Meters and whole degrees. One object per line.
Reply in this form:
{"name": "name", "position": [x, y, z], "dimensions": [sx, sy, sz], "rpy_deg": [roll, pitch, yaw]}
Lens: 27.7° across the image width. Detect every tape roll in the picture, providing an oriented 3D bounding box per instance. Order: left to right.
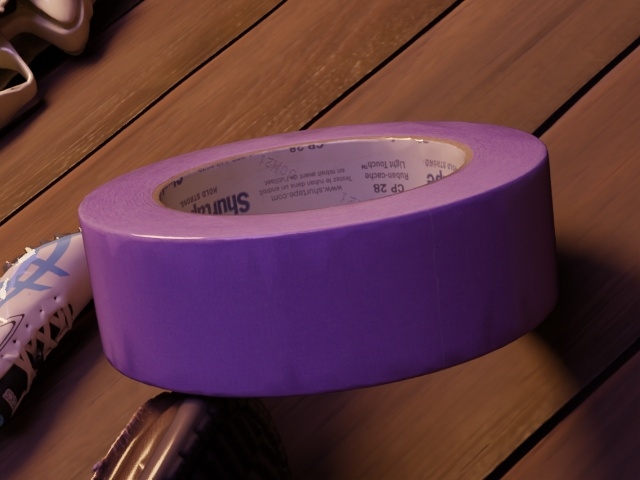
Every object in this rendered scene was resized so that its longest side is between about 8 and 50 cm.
{"name": "tape roll", "position": [0.000, 0.000, 0.772], "dimensions": [0.275, 0.090, 0.275], "rpy_deg": [-7, 15, 2]}

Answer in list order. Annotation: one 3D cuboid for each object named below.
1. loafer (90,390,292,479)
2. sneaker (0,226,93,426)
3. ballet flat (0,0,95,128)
{"name": "loafer", "position": [-0.130, 0.215, 0.657], "dimensions": [0.130, 0.133, 0.366], "rpy_deg": [-1, 44, 33]}
{"name": "sneaker", "position": [-0.228, 0.083, 0.945], "dimensions": [0.086, 0.085, 0.237], "rpy_deg": [32, 61, 22]}
{"name": "ballet flat", "position": [-0.321, -0.200, 1.330], "dimensions": [0.147, 0.147, 0.409], "rpy_deg": [14, 57, 44]}
